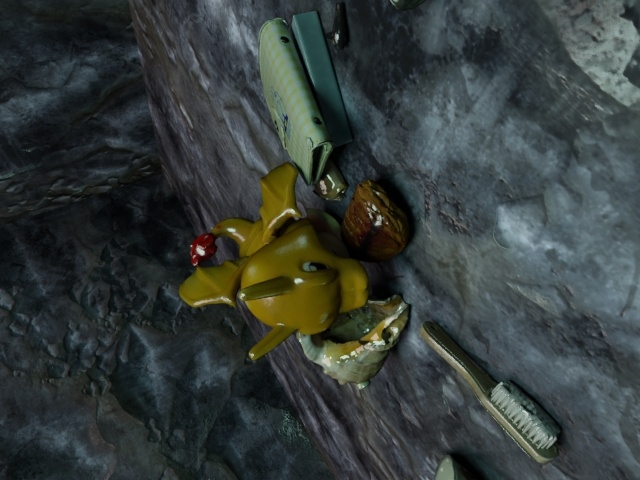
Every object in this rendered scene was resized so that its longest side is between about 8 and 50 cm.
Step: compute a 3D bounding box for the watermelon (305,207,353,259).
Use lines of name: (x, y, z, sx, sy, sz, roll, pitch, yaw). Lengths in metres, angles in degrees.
watermelon: (0.019, -0.005, 1.129, 0.193, 0.137, 0.145, 141, 138, -66)

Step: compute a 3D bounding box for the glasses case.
glasses case: (0.004, -0.336, 0.904, 0.105, 0.056, 0.266, -112, 4, -74)

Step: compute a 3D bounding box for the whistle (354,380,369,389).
whistle: (0.073, 0.376, 1.404, 0.258, 0.067, 0.126, 54, 141, 13)

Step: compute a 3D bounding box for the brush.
brush: (0.320, 0.266, 0.816, 0.327, 0.070, 0.065, 47, 132, 37)

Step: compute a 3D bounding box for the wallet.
wallet: (-0.059, -0.290, 0.931, 0.223, 0.077, 0.309, 120, 132, -69)

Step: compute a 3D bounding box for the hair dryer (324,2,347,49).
hair dryer: (0.025, -0.410, 0.813, 0.083, 0.031, 0.078, -140, 44, -57)

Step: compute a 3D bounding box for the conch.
conch: (0.078, 0.221, 1.077, 0.324, 0.263, 0.186, -56, 30, 23)

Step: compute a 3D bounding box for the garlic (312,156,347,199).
garlic: (0.013, -0.164, 1.027, 0.084, 0.066, 0.152, -27, 90, 38)

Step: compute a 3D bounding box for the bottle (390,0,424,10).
bottle: (0.074, -0.444, 0.574, 0.260, 0.112, 0.112, 63, 156, 4)

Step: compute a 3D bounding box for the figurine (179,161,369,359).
figurine: (-0.113, 0.066, 0.954, 0.268, 0.401, 0.387, 50, 177, -37)

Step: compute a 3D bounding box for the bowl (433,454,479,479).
bowl: (0.345, 0.700, 0.981, 0.158, 0.337, 0.337, 13, 136, 10)

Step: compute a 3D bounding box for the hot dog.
hot dog: (0.109, -0.034, 0.901, 0.160, 0.099, 0.227, 59, 157, 12)
